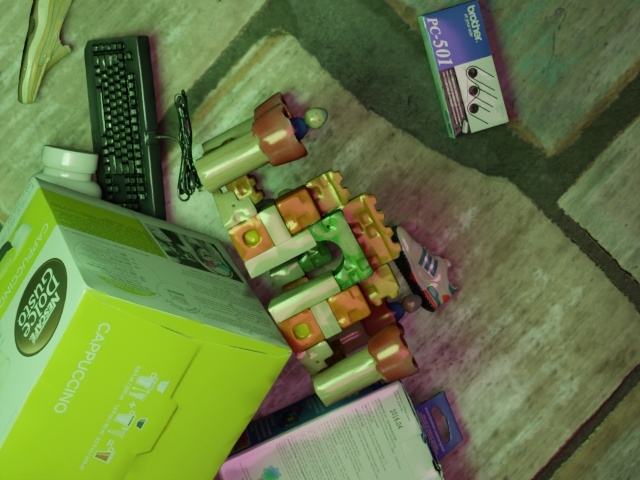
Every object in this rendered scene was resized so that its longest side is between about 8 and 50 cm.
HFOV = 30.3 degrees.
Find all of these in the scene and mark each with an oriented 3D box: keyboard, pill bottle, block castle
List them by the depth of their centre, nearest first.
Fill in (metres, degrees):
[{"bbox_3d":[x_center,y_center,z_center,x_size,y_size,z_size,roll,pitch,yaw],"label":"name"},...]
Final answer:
[{"bbox_3d":[0.000,0.000,1.825,0.212,0.303,0.453,-27,100,3],"label":"block castle"},{"bbox_3d":[-0.279,-0.161,1.854,0.201,0.033,0.317,-1,100,25],"label":"keyboard"},{"bbox_3d":[-0.408,-0.041,1.856,0.117,0.117,0.208,10,96,-9],"label":"pill bottle"}]

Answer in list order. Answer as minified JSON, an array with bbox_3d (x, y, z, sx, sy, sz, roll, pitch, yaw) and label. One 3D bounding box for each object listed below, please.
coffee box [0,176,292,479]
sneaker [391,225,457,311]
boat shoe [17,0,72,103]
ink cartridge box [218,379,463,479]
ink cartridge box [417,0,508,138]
[{"bbox_3d":[-0.309,0.165,1.710,0.338,0.334,0.338,21,108,-35],"label":"coffee box"},{"bbox_3d":[0.174,0.036,1.982,0.075,0.057,0.161,-32,100,-19],"label":"sneaker"},{"bbox_3d":[-0.425,-0.302,1.847,0.072,0.068,0.190,12,96,-21],"label":"boat shoe"},{"bbox_3d":[0.051,0.384,1.959,0.395,0.151,0.270,-23,101,-2],"label":"ink cartridge box"},{"bbox_3d":[0.234,-0.282,1.943,0.097,0.046,0.207,-18,100,-6],"label":"ink cartridge box"}]
